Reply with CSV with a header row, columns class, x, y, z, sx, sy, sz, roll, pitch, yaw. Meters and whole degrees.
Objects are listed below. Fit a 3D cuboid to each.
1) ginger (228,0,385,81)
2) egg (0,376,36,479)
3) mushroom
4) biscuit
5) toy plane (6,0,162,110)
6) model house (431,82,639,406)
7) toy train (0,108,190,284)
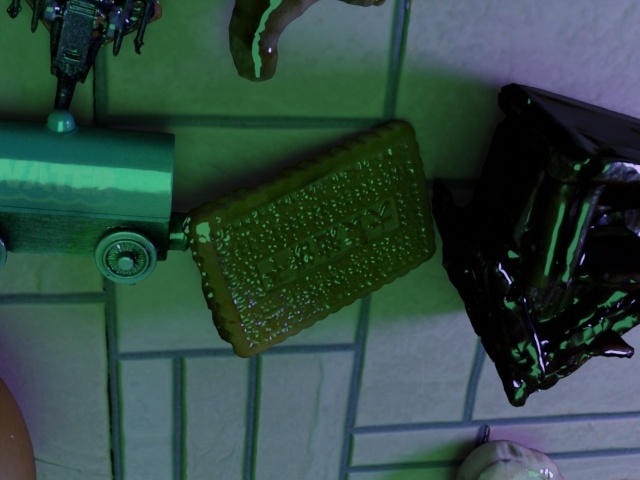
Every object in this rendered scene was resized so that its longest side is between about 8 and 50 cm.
class,x,y,z,sx,sy,sz,roll,pitch,yaw
ginger,0.048,-0.277,0.721,0.333,0.080,0.166,-25,106,11
egg,-0.401,0.219,0.810,0.250,0.250,0.322,-19,130,0
mushroom,0.240,0.324,1.073,0.154,0.122,0.154,-5,114,-12
biscuit,0.000,0.000,0.849,0.254,0.029,0.172,-26,123,-17
toy plane,-0.210,-0.170,0.734,0.130,0.061,0.189,12,116,-18
model house,0.249,0.033,0.810,0.297,0.317,0.283,17,111,-11
toy train,-0.237,-0.044,0.776,0.248,0.101,0.159,4,121,-12
